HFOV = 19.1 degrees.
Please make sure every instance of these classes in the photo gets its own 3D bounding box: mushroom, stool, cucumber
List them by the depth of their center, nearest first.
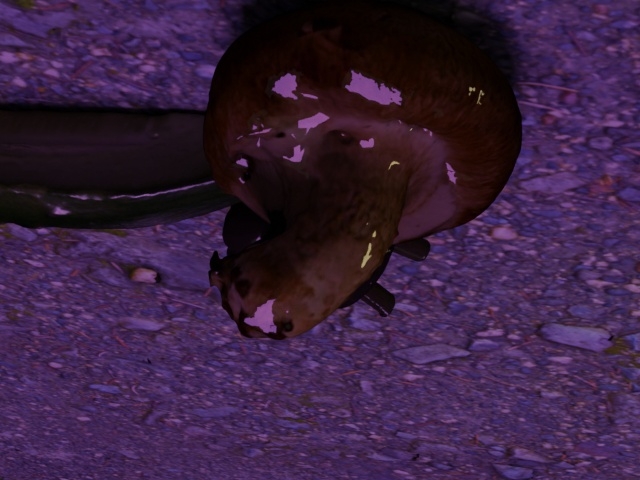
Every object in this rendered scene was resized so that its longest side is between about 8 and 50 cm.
[{"bbox_3d":[0.029,-0.058,1.473,0.267,0.255,0.267,2,-175,0],"label":"mushroom"},{"bbox_3d":[-0.180,-0.056,1.682,0.325,0.105,0.145,0,157,15],"label":"cucumber"},{"bbox_3d":[0.000,0.000,1.725,0.121,0.125,0.217,24,164,-38],"label":"stool"}]
